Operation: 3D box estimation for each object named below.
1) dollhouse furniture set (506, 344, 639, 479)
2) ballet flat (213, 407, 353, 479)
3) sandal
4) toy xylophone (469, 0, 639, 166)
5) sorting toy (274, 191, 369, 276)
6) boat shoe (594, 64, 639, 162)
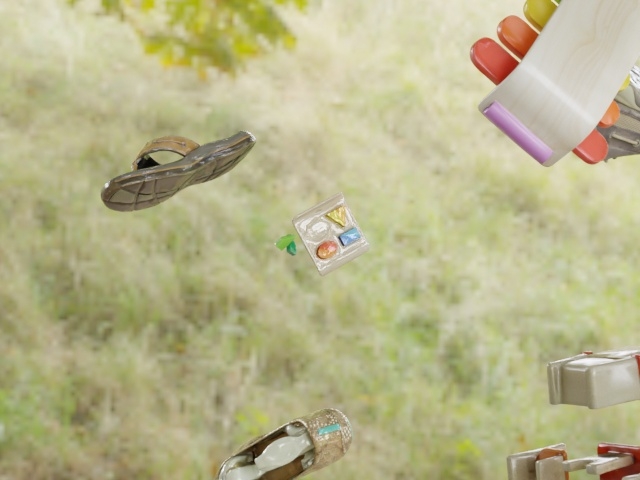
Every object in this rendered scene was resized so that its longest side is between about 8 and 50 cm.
[{"bbox_3d":[0.352,0.260,1.873,0.135,0.259,0.262,-8,3,-33],"label":"dollhouse furniture set"},{"bbox_3d":[-0.057,0.231,1.659,0.206,0.073,0.067,-38,-21,31],"label":"ballet flat"},{"bbox_3d":[-0.162,-0.089,1.780,0.219,0.060,0.090,-27,-10,-39],"label":"sandal"},{"bbox_3d":[0.332,-0.217,1.903,0.323,0.236,0.081,-46,5,-29],"label":"toy xylophone"},{"bbox_3d":[0.000,0.000,1.468,0.083,0.062,0.012,-29,6,-21],"label":"sorting toy"},{"bbox_3d":[0.426,-0.189,2.348,0.355,0.130,0.132,25,27,-43],"label":"boat shoe"}]
